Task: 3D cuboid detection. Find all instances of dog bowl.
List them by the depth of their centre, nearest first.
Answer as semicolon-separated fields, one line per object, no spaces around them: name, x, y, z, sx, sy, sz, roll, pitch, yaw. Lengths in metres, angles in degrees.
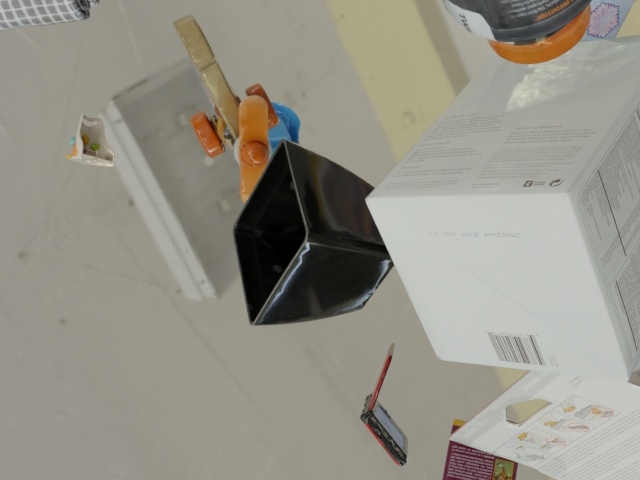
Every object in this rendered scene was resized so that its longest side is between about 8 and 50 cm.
dog bowl;-0.112;-0.193;2.181;0.074;0.166;0.297;97;159;-46

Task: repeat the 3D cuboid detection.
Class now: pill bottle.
pill bottle;0.134;-0.232;0.699;0.245;0.130;0.130;50;-148;-54

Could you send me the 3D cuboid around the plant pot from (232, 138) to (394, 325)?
plant pot;0.000;0.000;1.334;0.167;0.188;0.187;9;-136;-26

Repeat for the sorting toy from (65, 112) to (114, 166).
sorting toy;-0.359;-0.158;1.507;0.083;0.045;0.075;13;-98;-65

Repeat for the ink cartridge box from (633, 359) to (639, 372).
ink cartridge box;0.456;-0.018;1.359;0.279;0.160;0.384;98;-177;-75

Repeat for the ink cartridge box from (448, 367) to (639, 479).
ink cartridge box;0.324;0.206;1.117;0.261;0.296;0.066;23;-122;-3

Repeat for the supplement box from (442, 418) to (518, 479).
supplement box;0.226;0.368;1.407;0.081;0.104;0.188;79;-156;-61

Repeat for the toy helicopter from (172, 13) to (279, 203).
toy helicopter;-0.152;-0.214;1.557;0.235;0.140;0.355;64;180;34

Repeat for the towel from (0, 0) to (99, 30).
towel;-0.487;-0.457;1.455;0.121;0.235;0.283;-76;-22;-53

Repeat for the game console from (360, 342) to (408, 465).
game console;0.103;0.219;1.309;0.124;0.085;0.144;51;-174;3

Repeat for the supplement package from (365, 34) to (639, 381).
supplement package;0.218;-0.037;0.902;0.262;0.199;0.198;-48;-56;-36

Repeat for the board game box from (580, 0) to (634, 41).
board game box;0.344;-0.454;1.249;0.066;0.318;0.318;8;-148;-25
